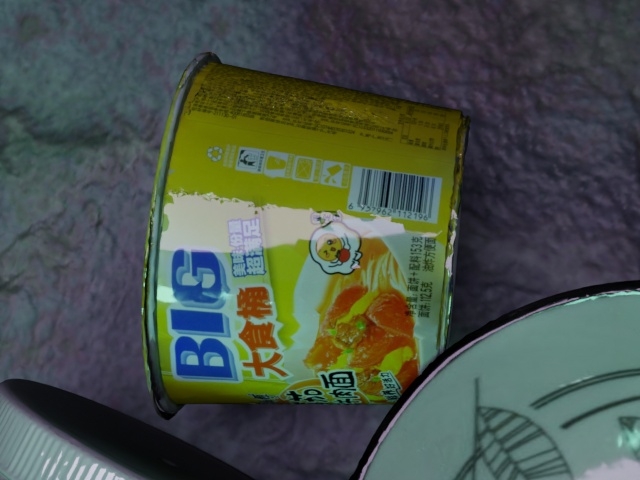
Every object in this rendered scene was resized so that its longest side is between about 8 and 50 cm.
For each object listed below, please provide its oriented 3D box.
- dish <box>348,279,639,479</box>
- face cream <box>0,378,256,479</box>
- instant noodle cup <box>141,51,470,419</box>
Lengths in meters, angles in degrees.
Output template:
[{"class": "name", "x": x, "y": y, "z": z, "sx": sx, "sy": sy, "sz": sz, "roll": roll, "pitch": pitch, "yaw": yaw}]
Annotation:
[{"class": "dish", "x": 0.163, "y": 0.180, "z": 0.621, "sx": 0.317, "sy": 0.106, "sz": 0.316, "roll": -5, "pitch": 76, "yaw": 21}, {"class": "face cream", "x": -0.122, "y": 0.199, "z": 0.698, "sx": 0.201, "sy": 0.201, "sz": 0.187, "roll": 25, "pitch": 87, "yaw": 17}, {"class": "instant noodle cup", "x": 0.000, "y": 0.000, "z": 0.713, "sx": 0.153, "sy": 0.205, "sz": 0.205, "roll": 4, "pitch": 81, "yaw": 7}]
